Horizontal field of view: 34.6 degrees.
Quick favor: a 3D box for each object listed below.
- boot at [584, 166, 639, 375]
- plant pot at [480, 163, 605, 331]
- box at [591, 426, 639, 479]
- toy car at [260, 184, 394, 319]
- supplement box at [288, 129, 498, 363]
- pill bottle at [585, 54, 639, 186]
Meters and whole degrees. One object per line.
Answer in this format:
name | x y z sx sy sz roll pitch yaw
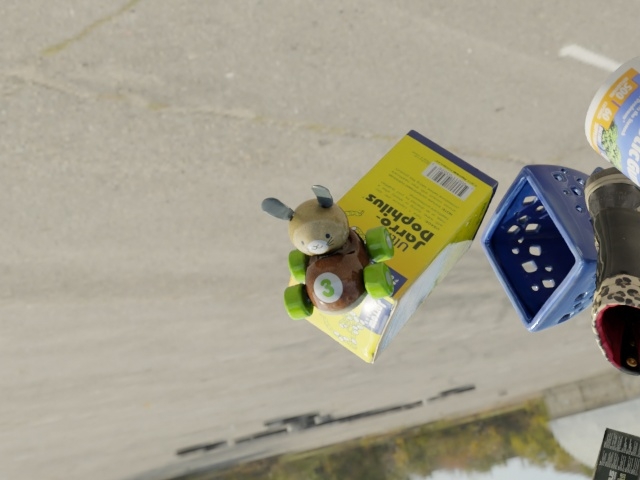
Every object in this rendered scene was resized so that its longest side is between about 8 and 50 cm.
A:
boot | 0.523 0.098 1.584 0.138 0.284 0.377 -21 125 31
plant pot | 0.467 0.006 1.913 0.212 0.236 0.236 -7 145 -25
box | 0.516 0.452 1.825 0.077 0.180 0.147 14 139 16
toy car | 0.000 0.000 1.462 0.155 0.149 0.188 -16 130 19
supplement box | 0.126 0.004 1.812 0.356 0.195 0.194 -45 161 -37
pill bottle | 0.465 -0.102 1.255 0.152 0.272 0.152 -19 135 -20
